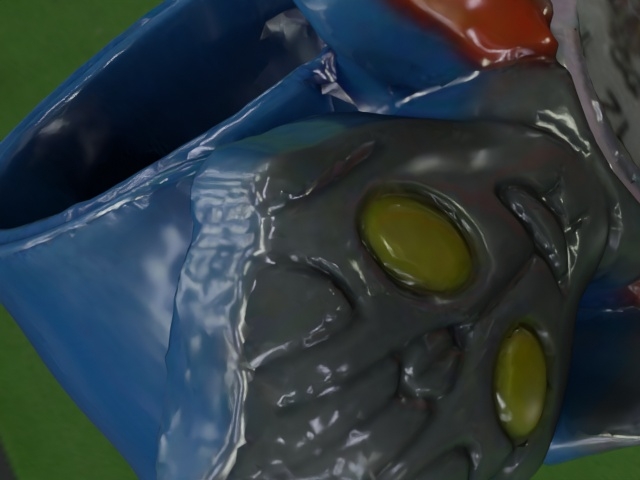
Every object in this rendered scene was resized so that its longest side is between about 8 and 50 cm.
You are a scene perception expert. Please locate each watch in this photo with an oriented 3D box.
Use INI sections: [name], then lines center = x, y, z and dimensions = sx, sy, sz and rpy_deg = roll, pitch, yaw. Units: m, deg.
[watch]
center = 0.000, 0.000, 0.614
dimensions = 0.274, 0.241, 0.305
rpy_deg = -14, 26, 46
